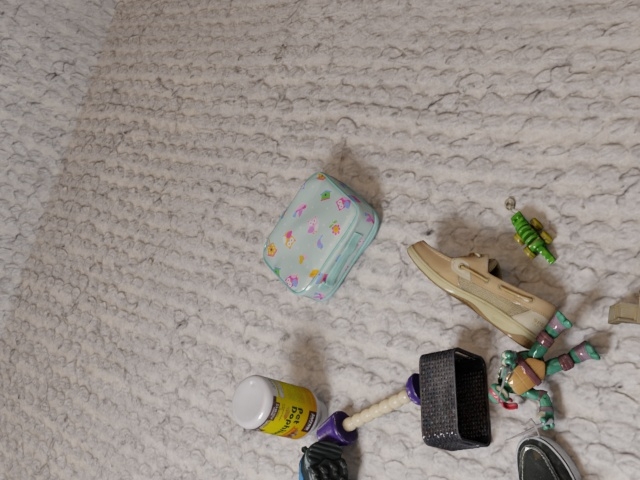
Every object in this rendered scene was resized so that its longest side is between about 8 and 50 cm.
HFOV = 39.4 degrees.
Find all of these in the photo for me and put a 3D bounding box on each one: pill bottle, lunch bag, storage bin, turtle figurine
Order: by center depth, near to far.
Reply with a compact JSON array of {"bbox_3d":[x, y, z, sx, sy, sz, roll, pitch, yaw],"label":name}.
[{"bbox_3d":[0.382,0.244,1.629,0.234,0.175,0.118,-43,22,5],"label":"turtle figurine"},{"bbox_3d":[0.260,0.310,1.734,0.084,0.122,0.180,-19,61,37],"label":"storage bin"},{"bbox_3d":[-0.084,0.371,1.964,0.117,0.215,0.117,-19,61,37],"label":"pill bottle"},{"bbox_3d":[0.000,0.000,2.120,0.224,0.108,0.279,43,105,39],"label":"lunch bag"}]

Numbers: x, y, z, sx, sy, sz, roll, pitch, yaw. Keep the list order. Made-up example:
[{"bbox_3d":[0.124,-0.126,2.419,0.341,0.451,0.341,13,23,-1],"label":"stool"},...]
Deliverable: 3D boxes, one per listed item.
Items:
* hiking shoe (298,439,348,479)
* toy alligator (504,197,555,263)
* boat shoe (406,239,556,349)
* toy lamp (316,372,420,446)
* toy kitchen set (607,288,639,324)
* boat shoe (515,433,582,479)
[{"bbox_3d":[0.022,0.578,1.881,0.132,0.113,0.304,130,135,-64],"label":"hiking shoe"},{"bbox_3d":[0.407,-0.026,1.788,0.056,0.051,0.190,-45,48,20],"label":"toy alligator"},{"bbox_3d":[0.319,0.083,1.789,0.341,0.121,0.110,38,95,35],"label":"boat shoe"},{"bbox_3d":[0.107,0.369,1.888,0.274,0.080,0.080,-31,54,30],"label":"toy lamp"},{"bbox_3d":[0.567,0.119,1.593,0.083,0.075,0.068,9,80,4],"label":"toy kitchen set"},{"bbox_3d":[0.399,0.477,1.546,0.113,0.105,0.306,-30,54,31],"label":"boat shoe"}]
